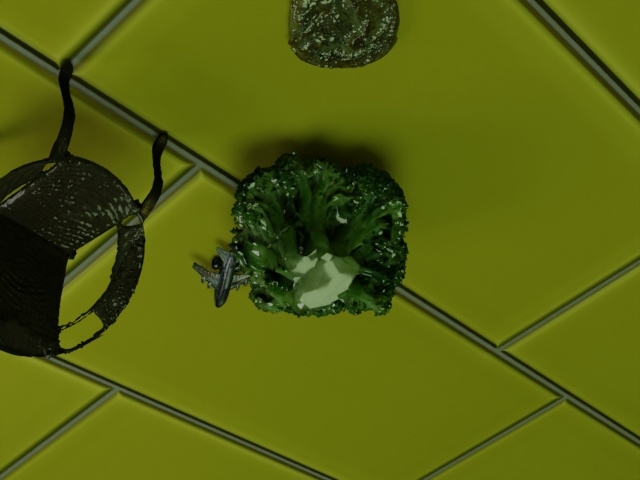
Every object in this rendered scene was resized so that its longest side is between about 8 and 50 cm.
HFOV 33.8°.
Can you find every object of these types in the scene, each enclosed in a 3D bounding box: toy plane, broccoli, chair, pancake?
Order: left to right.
[{"bbox_3d":[-0.232,-0.016,0.919,0.149,0.213,0.174,-28,136,25],"label":"chair"},{"bbox_3d":[-0.101,0.039,1.131,0.078,0.031,0.083,6,134,-17],"label":"toy plane"},{"bbox_3d":[0.000,0.000,1.031,0.195,0.156,0.195,1,105,2],"label":"broccoli"},{"bbox_3d":[0.021,-0.193,0.920,0.108,0.017,0.108,-8,135,-8],"label":"pancake"}]
